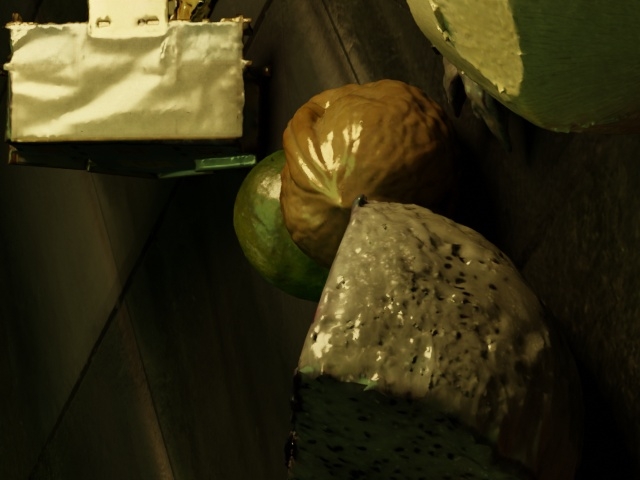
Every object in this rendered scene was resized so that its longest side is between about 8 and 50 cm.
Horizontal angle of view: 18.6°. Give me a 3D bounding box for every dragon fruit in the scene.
[{"bbox_3d":[0.092,0.107,1.417,0.283,0.204,0.221,99,-173,-54],"label":"dragon fruit"}]

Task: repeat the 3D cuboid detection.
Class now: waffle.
[{"bbox_3d":[-0.129,-0.234,2.042,0.097,0.023,0.152,36,115,59],"label":"waffle"}]

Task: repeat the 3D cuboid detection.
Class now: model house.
[{"bbox_3d":[-0.177,-0.149,1.960,0.206,0.271,0.178,50,-142,-79],"label":"model house"}]

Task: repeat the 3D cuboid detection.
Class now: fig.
[{"bbox_3d":[0.000,0.000,1.674,0.156,0.123,0.123,52,131,36],"label":"fig"}]

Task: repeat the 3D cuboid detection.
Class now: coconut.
[{"bbox_3d":[0.180,-0.183,1.241,0.247,0.245,0.245,-131,52,-60],"label":"coconut"}]

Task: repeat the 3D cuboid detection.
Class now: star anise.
[{"bbox_3d":[0.129,-0.180,1.518,0.181,0.061,0.204,31,113,59],"label":"star anise"}]

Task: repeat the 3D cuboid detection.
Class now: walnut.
[{"bbox_3d":[0.037,-0.049,1.549,0.184,0.155,0.155,-61,-13,-72],"label":"walnut"}]
